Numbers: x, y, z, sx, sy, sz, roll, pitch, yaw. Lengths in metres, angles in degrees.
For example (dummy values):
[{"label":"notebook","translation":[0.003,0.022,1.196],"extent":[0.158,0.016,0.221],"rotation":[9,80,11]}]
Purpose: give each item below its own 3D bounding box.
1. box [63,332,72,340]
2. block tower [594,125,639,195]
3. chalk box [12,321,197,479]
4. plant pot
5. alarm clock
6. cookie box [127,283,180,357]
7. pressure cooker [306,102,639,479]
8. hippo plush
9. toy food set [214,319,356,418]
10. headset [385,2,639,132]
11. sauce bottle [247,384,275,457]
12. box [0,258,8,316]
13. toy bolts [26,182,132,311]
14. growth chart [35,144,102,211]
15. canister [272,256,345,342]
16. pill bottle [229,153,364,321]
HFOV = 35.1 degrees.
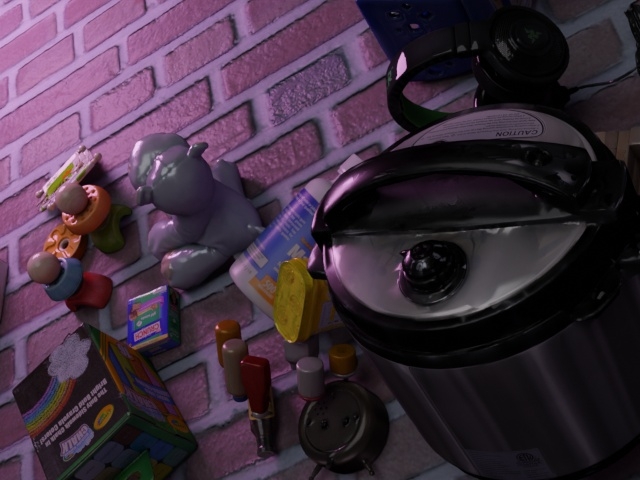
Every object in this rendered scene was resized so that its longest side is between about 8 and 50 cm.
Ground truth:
[{"label":"box","translation":[-0.413,0.202,1.805],"extent":[0.083,0.067,0.018],"rotation":[32,83,41]},{"label":"block tower","translation":[0.307,-0.090,1.460],"extent":[0.335,0.091,0.097],"rotation":[-3,63,34]},{"label":"chalk box","translation":[-0.335,0.309,1.617],"extent":[0.180,0.179,0.289],"rotation":[-43,49,5]},{"label":"plant pot","translation":[0.218,-0.409,1.622],"extent":[0.212,0.236,0.236],"rotation":[7,68,30]},{"label":"alarm clock","translation":[0.031,0.251,1.475],"extent":[0.129,0.064,0.192],"rotation":[-14,54,28]},{"label":"cookie box","translation":[-0.293,0.144,1.773],"extent":[0.092,0.040,0.107],"rotation":[-22,54,22]},{"label":"pressure cooker","translation":[0.211,0.045,1.190],"extent":[0.370,0.420,0.375],"rotation":[-34,38,1]},{"label":"hippo plush","translation":[-0.234,-0.050,1.713],"extent":[0.234,0.236,0.294],"rotation":[-47,48,2]},{"label":"toy food set","translation":[-0.061,0.200,1.498],"extent":[0.232,0.104,0.111],"rotation":[8,29,21]},{"label":"headset","translation":[0.292,-0.257,1.483],"extent":[0.394,0.243,0.185],"rotation":[-4,64,9]},{"label":"sauce bottle","translation":[-0.089,0.270,1.558],"extent":[0.042,0.042,0.128],"rotation":[-26,53,20]},{"label":"box","translation":[-0.773,0.115,2.067],"extent":[0.232,0.127,0.148],"rotation":[-19,55,25]},{"label":"toy bolts","translation":[-0.490,0.013,1.907],"extent":[0.218,0.158,0.228],"rotation":[-13,57,29]},{"label":"growth chart","translation":[-0.515,-0.122,2.043],"extent":[0.172,0.021,0.237],"rotation":[-49,22,-5]},{"label":"canister","translation":[0.024,0.074,1.487],"extent":[0.073,0.170,0.126],"rotation":[43,134,43]},{"label":"pill bottle","translation":[0.000,0.000,1.578],"extent":[0.272,0.152,0.152],"rotation":[-47,48,3]}]
